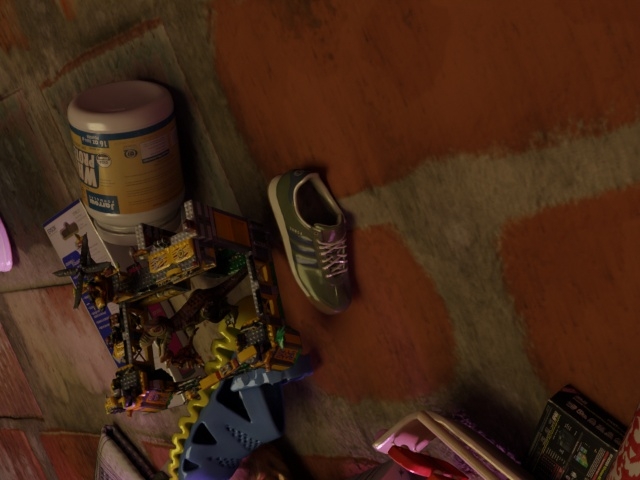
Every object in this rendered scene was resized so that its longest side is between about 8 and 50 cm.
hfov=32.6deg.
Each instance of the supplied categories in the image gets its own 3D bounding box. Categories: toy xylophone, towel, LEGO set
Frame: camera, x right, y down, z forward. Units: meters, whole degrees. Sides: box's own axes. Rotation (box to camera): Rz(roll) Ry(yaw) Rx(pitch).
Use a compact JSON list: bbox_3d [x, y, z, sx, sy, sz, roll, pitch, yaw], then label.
[{"bbox_3d":[0.193,0.288,1.216,0.323,0.081,0.236,36,-178,38],"label":"toy xylophone"},{"bbox_3d":[-0.339,0.554,2.118,0.324,0.056,0.312,42,139,22],"label":"towel"},{"bbox_3d":[-0.203,0.090,1.422,0.331,0.192,0.254,-13,72,31],"label":"LEGO set"}]

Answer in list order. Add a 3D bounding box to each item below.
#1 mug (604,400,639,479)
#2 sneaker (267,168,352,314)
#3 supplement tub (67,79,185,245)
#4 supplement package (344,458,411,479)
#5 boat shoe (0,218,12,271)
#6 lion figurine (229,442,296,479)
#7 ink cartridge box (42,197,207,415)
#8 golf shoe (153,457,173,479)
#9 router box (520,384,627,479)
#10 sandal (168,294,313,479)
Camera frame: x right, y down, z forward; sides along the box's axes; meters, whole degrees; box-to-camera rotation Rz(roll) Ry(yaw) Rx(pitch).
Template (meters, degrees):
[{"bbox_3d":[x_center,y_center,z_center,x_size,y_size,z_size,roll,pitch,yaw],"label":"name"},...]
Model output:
[{"bbox_3d":[0.356,0.227,1.074,0.113,0.150,0.169,-106,19,-55],"label":"mug"},{"bbox_3d":[0.000,0.000,1.351,0.086,0.064,0.192,-19,95,58],"label":"sneaker"},{"bbox_3d":[-0.267,-0.108,1.528,0.144,0.144,0.199,23,129,39],"label":"supplement tub"},{"bbox_3d":[0.014,0.449,1.433,0.263,0.198,0.199,-29,89,24],"label":"supplement package"},{"bbox_3d":[-0.684,-0.054,2.093,0.098,0.096,0.277,-20,97,52],"label":"boat shoe"},{"bbox_3d":[-0.027,0.426,1.630,0.392,0.142,0.240,20,121,24],"label":"lion figurine"},{"bbox_3d":[-0.322,0.107,1.800,0.176,0.069,0.371,-23,97,54],"label":"ink cartridge box"},{"bbox_3d":[-0.157,0.457,1.813,0.273,0.120,0.105,43,139,-13],"label":"golf shoe"},{"bbox_3d":[0.279,0.230,1.196,0.092,0.038,0.122,39,138,28],"label":"router box"},{"bbox_3d":[-0.110,0.243,1.525,0.138,0.126,0.317,24,101,20],"label":"sandal"}]
